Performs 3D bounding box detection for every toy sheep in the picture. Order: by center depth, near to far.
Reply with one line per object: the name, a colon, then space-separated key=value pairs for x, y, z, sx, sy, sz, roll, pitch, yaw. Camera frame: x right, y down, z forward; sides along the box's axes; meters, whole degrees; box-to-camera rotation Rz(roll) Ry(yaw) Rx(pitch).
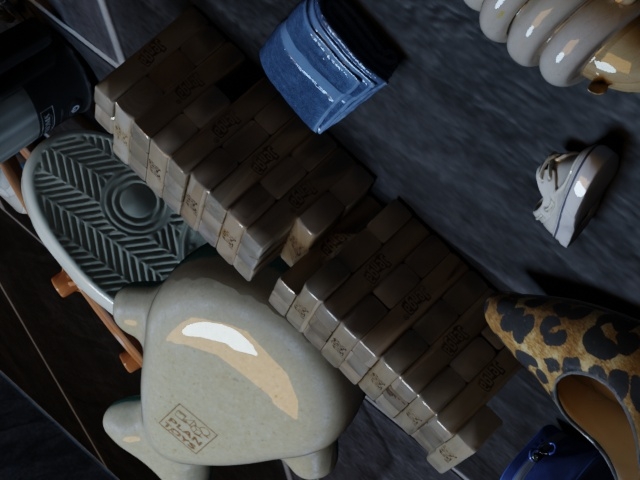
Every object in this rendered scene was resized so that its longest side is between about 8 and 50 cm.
toy sheep: x=0.094 y=-0.110 z=0.619 sx=0.132 sy=0.091 sz=0.091 roll=56 pitch=165 yaw=14

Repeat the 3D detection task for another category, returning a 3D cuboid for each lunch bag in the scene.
lunch bag: x=0.168 y=0.177 z=1.115 sx=0.065 sy=0.067 sz=0.098 roll=23 pitch=151 yaw=50

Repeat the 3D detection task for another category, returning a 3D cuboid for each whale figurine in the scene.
whale figurine: x=-0.065 y=0.097 z=1.256 sx=0.216 sy=0.141 sz=0.272 roll=39 pitch=136 yaw=-4

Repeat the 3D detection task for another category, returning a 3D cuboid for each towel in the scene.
towel: x=0.001 y=-0.103 z=0.931 sx=0.067 sy=0.029 sz=0.119 roll=48 pitch=163 yaw=-5

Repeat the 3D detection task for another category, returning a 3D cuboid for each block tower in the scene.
block tower: x=0.000 y=0.000 z=1.065 sx=0.335 sy=0.097 sz=0.091 roll=45 pitch=163 yaw=6

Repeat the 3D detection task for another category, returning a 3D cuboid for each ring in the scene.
ring: x=-0.248 y=-0.003 z=1.544 sx=0.336 sy=0.032 sz=0.336 roll=58 pitch=179 yaw=1

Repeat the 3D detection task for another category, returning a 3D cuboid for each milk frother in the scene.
milk frother: x=-0.287 y=-0.139 z=1.324 sx=0.143 sy=0.135 sz=0.129 roll=33 pitch=145 yaw=30

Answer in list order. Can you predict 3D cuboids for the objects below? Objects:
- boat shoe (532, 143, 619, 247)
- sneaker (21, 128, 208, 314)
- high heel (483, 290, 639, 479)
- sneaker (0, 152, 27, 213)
boat shoe: x=0.124 y=-0.028 z=0.813 sx=0.035 sy=0.035 sz=0.100 roll=39 pitch=168 yaw=12
sneaker: x=-0.126 y=0.053 z=1.403 sx=0.350 sy=0.131 sz=0.148 roll=44 pitch=158 yaw=3
high heel: x=0.148 y=0.142 z=0.881 sx=0.261 sy=0.186 sz=0.093 roll=35 pitch=160 yaw=31
sneaker: x=-0.364 y=-0.094 z=1.680 sx=0.087 sy=0.092 sz=0.229 roll=32 pitch=162 yaw=34
